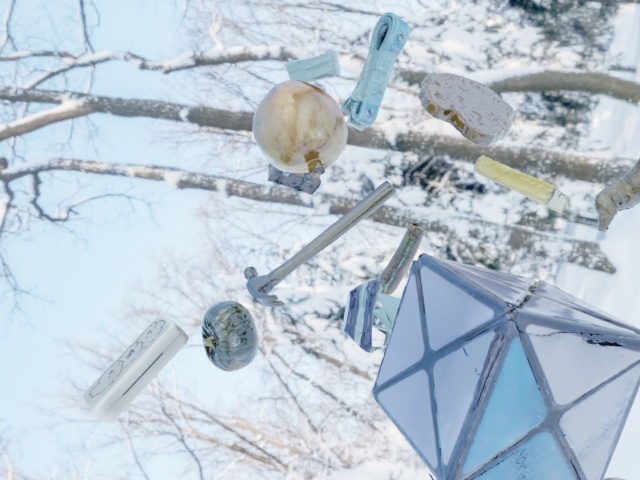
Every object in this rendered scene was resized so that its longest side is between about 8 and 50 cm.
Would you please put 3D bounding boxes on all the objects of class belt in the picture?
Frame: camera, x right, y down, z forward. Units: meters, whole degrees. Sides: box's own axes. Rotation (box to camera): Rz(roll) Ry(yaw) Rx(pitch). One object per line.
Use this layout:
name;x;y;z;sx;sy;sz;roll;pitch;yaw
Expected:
belt;0.141;-0.434;1.640;0.072;0.087;0.302;18;-84;-45

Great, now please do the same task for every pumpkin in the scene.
pumpkin;-0.277;0.286;1.911;0.157;0.223;0.224;-13;-60;-32

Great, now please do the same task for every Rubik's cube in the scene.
Rubik's cube;0.305;0.225;1.064;0.310;0.307;0.305;-140;65;-66

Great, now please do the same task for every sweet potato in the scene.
sweet potato;0.790;-0.151;1.585;0.124;0.098;0.310;21;-70;-38

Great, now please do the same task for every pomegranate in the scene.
pomegranate;-0.059;-0.339;1.979;0.319;0.319;0.319;13;-90;-72

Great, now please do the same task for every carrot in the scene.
carrot;0.247;0.060;1.970;0.260;0.070;0.070;-65;-12;25

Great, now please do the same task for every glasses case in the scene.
glasses case;-0.548;0.375;1.893;0.336;0.144;0.076;-48;-61;-19

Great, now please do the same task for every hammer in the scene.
hammer;0.000;0.000;1.556;0.440;0.168;0.044;-39;-52;5

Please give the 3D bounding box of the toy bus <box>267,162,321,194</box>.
toy bus;-0.103;-0.265;2.532;0.098;0.201;0.114;-47;37;45

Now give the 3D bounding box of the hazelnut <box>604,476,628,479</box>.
hazelnut;0.647;0.617;1.356;0.212;0.181;0.181;-16;-60;-44

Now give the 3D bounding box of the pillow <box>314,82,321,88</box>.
pillow;-0.015;-0.534;2.440;0.217;0.033;0.130;-108;22;-70

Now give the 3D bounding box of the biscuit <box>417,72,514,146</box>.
biscuit;0.496;-0.441;2.137;0.381;0.358;0.074;-86;14;-45

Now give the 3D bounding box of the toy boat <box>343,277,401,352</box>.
toy boat;0.185;0.219;1.603;0.210;0.291;0.070;-48;-14;-36

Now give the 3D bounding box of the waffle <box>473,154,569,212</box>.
waffle;0.549;-0.152;1.730;0.248;0.221;0.055;5;-67;-60

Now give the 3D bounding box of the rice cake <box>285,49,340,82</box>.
rice cake;-0.025;-0.562;2.082;0.040;0.226;0.085;-21;-73;-45
